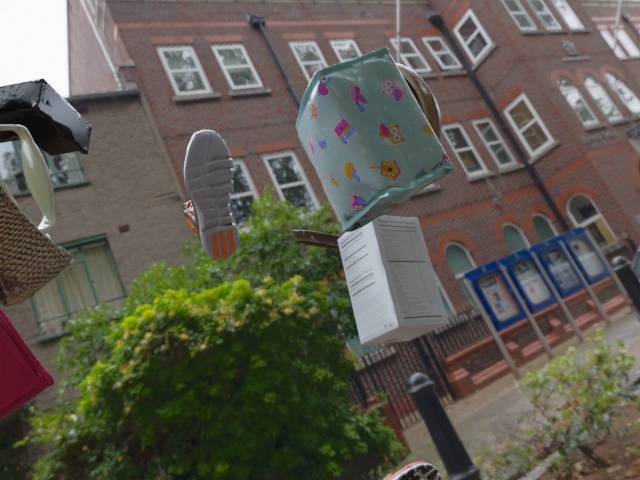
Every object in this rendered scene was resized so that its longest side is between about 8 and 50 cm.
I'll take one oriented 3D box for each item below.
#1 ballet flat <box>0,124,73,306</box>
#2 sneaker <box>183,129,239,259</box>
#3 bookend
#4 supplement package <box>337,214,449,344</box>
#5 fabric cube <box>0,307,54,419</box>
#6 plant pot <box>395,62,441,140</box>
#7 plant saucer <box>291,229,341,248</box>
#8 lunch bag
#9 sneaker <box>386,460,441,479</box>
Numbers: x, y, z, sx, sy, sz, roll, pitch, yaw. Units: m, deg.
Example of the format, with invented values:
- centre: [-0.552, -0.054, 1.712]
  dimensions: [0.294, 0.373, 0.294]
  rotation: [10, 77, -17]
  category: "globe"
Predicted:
- centre: [-0.503, -0.136, 0.696]
  dimensions: [0.164, 0.482, 0.182]
  rotation: [7, 37, 43]
  category: "ballet flat"
- centre: [-0.298, -0.118, 1.276]
  dimensions: [0.125, 0.320, 0.180]
  rotation: [-11, 19, -29]
  category: "sneaker"
- centre: [-0.576, -0.232, 1.012]
  dimensions: [0.157, 0.072, 0.157]
  rotation: [-8, -25, 9]
  category: "bookend"
- centre: [0.148, 0.082, 1.076]
  dimensions: [0.139, 0.243, 0.134]
  rotation: [4, -27, -32]
  category: "supplement package"
- centre: [-0.471, 0.129, 0.469]
  dimensions: [0.259, 0.254, 0.258]
  rotation: [-26, 8, 42]
  category: "fabric cube"
- centre: [0.155, -0.225, 0.992]
  dimensions: [0.110, 0.237, 0.237]
  rotation: [-18, -16, -36]
  category: "plant pot"
- centre: [0.000, 0.000, 1.405]
  dimensions: [0.169, 0.029, 0.168]
  rotation: [10, -6, 1]
  category: "plant saucer"
- centre: [0.062, -0.144, 0.840]
  dimensions: [0.160, 0.223, 0.262]
  rotation: [-27, -5, -20]
  category: "lunch bag"
- centre: [0.118, 0.540, 1.050]
  dimensions: [0.279, 0.107, 0.118]
  rotation: [-36, 13, -4]
  category: "sneaker"
